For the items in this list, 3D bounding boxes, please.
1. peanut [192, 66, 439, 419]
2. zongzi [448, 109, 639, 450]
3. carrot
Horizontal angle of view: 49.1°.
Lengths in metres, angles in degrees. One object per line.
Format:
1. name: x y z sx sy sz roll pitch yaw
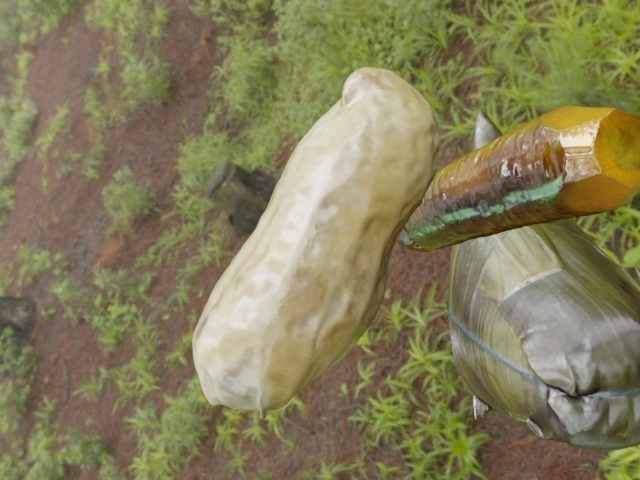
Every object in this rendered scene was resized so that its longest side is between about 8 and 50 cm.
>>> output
1. peanut: 0.000 0.000 0.403 0.099 0.099 0.214 10 75 57
2. zongzi: 0.252 0.007 0.817 0.403 0.207 0.433 68 -165 -84
3. carrot: 0.126 -0.034 0.509 0.260 0.070 0.070 -26 44 68
